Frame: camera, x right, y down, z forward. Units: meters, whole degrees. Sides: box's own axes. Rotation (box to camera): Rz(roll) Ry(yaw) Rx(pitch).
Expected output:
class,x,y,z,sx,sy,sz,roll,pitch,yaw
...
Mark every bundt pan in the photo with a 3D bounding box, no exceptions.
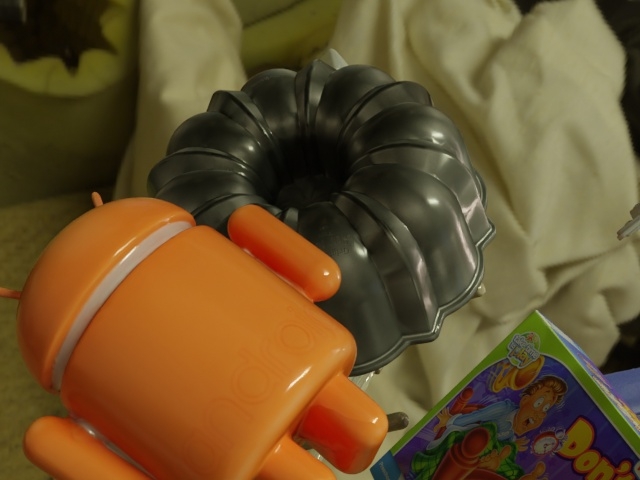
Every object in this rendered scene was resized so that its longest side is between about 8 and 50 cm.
class,x,y,z,sx,sy,sz,roll,pitch,yaw
bundt pan,-0.011,-0.042,0.957,0.331,0.124,0.330,-7,49,8

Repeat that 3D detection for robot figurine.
class,x,y,z,sx,sy,sz,roll,pitch,yaw
robot figurine,-0.069,0.061,0.567,0.219,0.158,0.128,36,14,12

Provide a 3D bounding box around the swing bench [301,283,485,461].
class,x,y,z,sx,sy,sz,roll,pitch,yaw
swing bench,0.024,0.135,1.259,0.165,0.254,0.253,41,46,-4

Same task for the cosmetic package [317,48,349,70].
class,x,y,z,sx,sy,sz,roll,pitch,yaw
cosmetic package,-0.099,-0.042,1.431,0.161,0.453,0.230,48,11,-13

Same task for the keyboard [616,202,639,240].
class,x,y,z,sx,sy,sz,roll,pitch,yaw
keyboard,0.256,-0.084,0.539,0.014,0.256,0.072,50,20,5

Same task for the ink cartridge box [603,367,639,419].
class,x,y,z,sx,sy,sz,roll,pitch,yaw
ink cartridge box,0.365,0.310,1.376,0.304,0.072,0.307,-11,59,-4

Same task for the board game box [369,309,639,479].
class,x,y,z,sx,sy,sz,roll,pitch,yaw
board game box,0.197,0.247,0.907,0.078,0.233,0.347,37,12,-31
